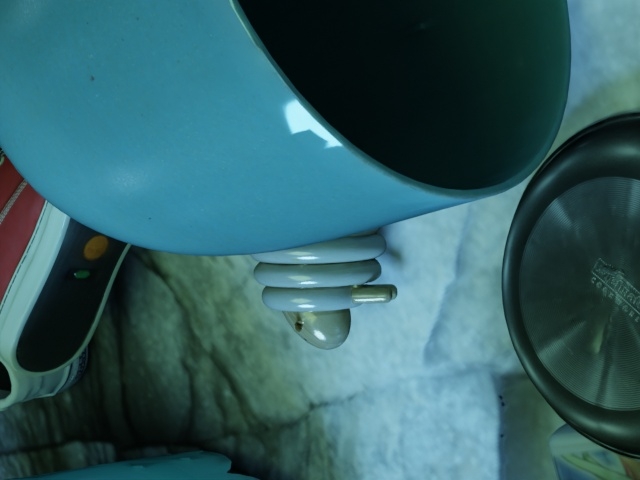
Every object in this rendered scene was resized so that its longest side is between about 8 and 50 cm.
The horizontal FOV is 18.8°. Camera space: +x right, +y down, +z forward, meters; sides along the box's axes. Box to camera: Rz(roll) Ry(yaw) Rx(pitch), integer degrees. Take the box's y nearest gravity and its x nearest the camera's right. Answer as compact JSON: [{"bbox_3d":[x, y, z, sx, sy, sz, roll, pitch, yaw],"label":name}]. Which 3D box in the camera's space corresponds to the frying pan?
[{"bbox_3d":[0.217,-0.005,1.027,0.326,0.053,0.197,-38,70,37],"label":"frying pan"}]

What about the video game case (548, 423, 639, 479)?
[{"bbox_3d":[0.311,0.229,1.070,0.329,0.036,0.300,-10,99,33],"label":"video game case"}]

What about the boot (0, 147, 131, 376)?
[{"bbox_3d":[-0.180,-0.059,1.252,0.176,0.088,0.244,44,110,36],"label":"boot"}]

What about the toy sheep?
[{"bbox_3d":[0.000,0.000,1.159,0.091,0.091,0.132,-2,90,31],"label":"toy sheep"}]

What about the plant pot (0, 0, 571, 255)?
[{"bbox_3d":[-0.046,-0.124,1.033,0.235,0.293,0.293,-23,92,39],"label":"plant pot"}]

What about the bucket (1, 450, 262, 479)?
[{"bbox_3d":[-0.145,0.270,1.220,0.281,0.183,0.281,-2,87,43],"label":"bucket"}]

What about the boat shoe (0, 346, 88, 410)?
[{"bbox_3d":[-0.292,0.078,1.351,0.267,0.088,0.096,9,109,28],"label":"boat shoe"}]
